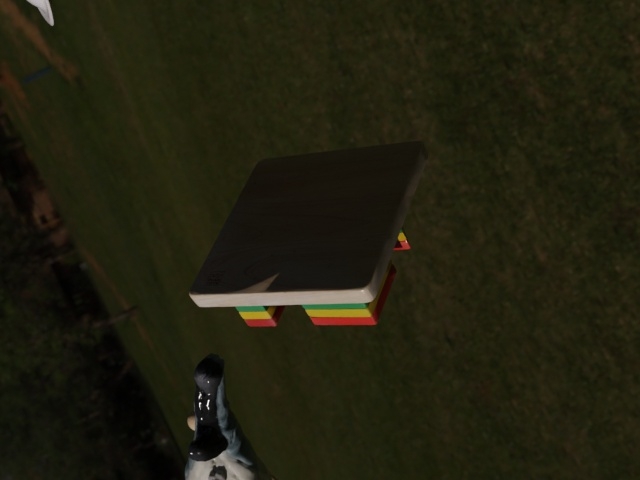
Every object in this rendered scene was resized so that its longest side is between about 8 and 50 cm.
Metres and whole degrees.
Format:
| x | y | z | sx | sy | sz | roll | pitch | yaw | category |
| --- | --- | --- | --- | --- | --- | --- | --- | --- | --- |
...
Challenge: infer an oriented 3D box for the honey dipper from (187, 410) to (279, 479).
| x | y | z | sx | sy | sz | roll | pitch | yaw | category |
| --- | --- | --- | --- | --- | --- | --- | --- | --- | --- |
| -0.052 | 0.200 | 0.876 | 0.161 | 0.030 | 0.030 | 42 | 172 | -10 | honey dipper |

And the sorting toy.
| x | y | z | sx | sy | sz | roll | pitch | yaw | category |
| --- | --- | --- | --- | --- | --- | --- | --- | --- | --- |
| 0.000 | 0.000 | 1.303 | 0.257 | 0.255 | 0.089 | -4 | 135 | 31 | sorting toy |

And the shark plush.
| x | y | z | sx | sy | sz | roll | pitch | yaw | category |
| --- | --- | --- | --- | --- | --- | --- | --- | --- | --- |
| -0.054 | 0.106 | 0.481 | 0.161 | 0.073 | 0.067 | 70 | -171 | -51 | shark plush |

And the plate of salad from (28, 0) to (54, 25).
| x | y | z | sx | sy | sz | roll | pitch | yaw | category |
| --- | --- | --- | --- | --- | --- | --- | --- | --- | --- |
| -0.207 | -0.239 | 0.657 | 0.200 | 0.048 | 0.200 | 58 | 165 | 25 | plate of salad |
